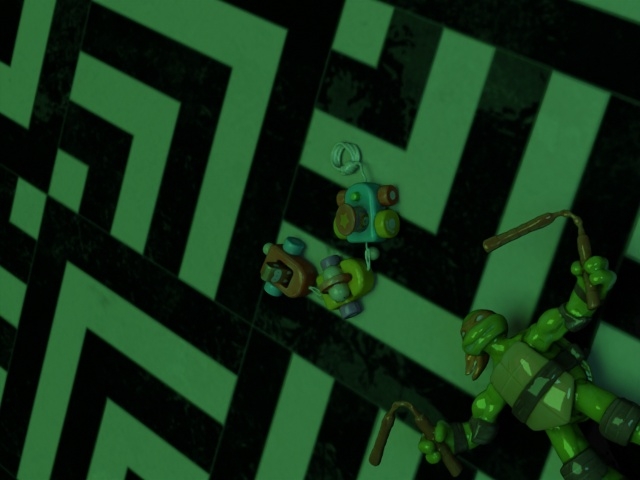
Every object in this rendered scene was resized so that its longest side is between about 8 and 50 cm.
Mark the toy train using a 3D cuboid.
[{"bbox_3d":[0.000,0.000,1.175,0.125,0.046,0.166,43,120,29],"label":"toy train"}]

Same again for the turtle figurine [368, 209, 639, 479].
[{"bbox_3d":[0.170,0.129,1.011,0.217,0.087,0.269,46,112,23],"label":"turtle figurine"}]
